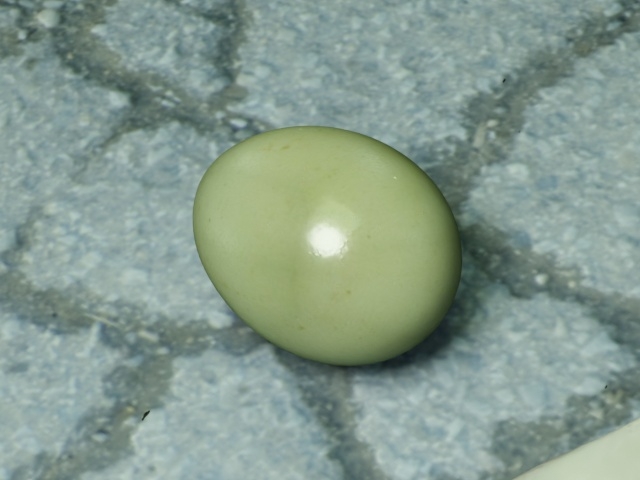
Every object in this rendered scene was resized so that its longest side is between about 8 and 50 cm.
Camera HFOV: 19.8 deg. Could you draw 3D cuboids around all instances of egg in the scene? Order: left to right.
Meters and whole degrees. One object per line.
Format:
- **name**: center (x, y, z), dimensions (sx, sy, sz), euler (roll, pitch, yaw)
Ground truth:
- **egg**: center (0.000, 0.000, 1.509), dimensions (0.253, 0.189, 0.188), euler (23, 61, 36)

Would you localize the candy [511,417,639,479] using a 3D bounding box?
- **candy**: center (0.273, 0.285, 1.247), dimensions (0.208, 0.145, 0.359), euler (-32, 53, -12)
